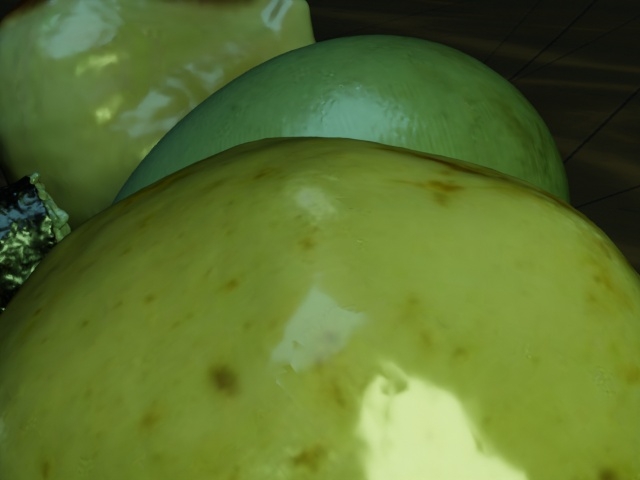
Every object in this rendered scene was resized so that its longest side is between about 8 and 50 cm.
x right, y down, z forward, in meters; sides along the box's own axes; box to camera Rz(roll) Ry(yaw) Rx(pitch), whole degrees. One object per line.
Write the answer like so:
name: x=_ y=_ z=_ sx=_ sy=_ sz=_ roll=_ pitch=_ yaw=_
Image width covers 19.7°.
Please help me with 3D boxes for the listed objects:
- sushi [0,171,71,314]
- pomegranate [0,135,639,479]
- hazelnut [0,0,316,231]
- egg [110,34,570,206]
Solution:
sushi: x=-0.178 y=0.037 z=1.159 sx=0.078 sy=0.150 sz=0.090 roll=-21 pitch=21 yaw=-11
pomegranate: x=0.002 y=0.138 z=0.628 sx=0.343 sy=0.342 sz=0.342 roll=-11 pitch=24 yaw=5
hazelnut: x=-0.098 y=-0.081 z=1.266 sx=0.241 sy=0.261 sz=0.261 roll=-41 pitch=26 yaw=3
egg: x=0.000 y=0.000 z=1.073 sx=0.295 sy=0.218 sz=0.218 roll=-19 pitch=22 yaw=17
